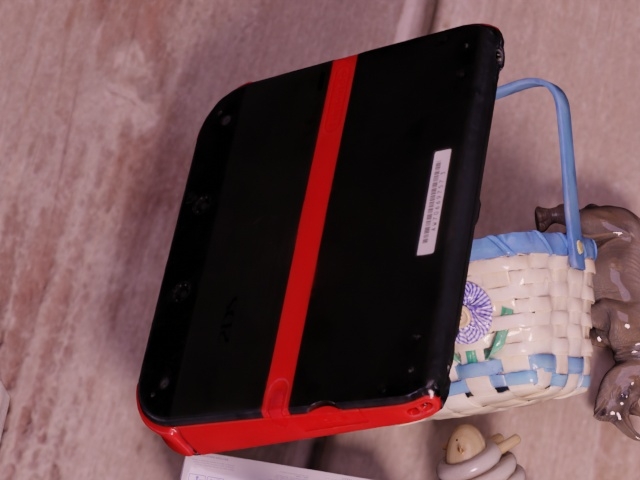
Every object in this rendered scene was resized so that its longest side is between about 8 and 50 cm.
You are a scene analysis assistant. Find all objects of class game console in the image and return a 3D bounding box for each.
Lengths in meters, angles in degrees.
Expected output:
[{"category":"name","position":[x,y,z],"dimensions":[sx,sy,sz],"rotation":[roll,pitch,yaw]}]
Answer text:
[{"category":"game console","position":[0.000,0.000,1.688],"dimensions":[0.342,0.060,0.386],"rotation":[-10,56,35]}]

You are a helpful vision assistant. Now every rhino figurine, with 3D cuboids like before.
[{"category":"rhino figurine","position":[0.280,0.074,1.798],"dimensions":[0.106,0.073,0.243],"rotation":[-11,70,0]}]

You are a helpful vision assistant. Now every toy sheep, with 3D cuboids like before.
[{"category":"toy sheep","position":[0.152,0.230,1.733],"dimensions":[0.091,0.091,0.132],"rotation":[-24,95,-8]}]

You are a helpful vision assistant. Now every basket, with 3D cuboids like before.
[{"category":"basket","position":[0.130,0.014,1.728],"dimensions":[0.255,0.201,0.289],"rotation":[-16,74,30]}]

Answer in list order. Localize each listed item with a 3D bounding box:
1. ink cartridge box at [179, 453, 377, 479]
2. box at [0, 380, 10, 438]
[{"category":"ink cartridge box","position":[-0.022,0.240,1.725],"dimensions":[0.207,0.097,0.046],"rotation":[9,69,5]},{"category":"box","position":[-0.462,0.144,1.791],"dimensions":[0.324,0.063,0.067],"rotation":[9,70,5]}]
